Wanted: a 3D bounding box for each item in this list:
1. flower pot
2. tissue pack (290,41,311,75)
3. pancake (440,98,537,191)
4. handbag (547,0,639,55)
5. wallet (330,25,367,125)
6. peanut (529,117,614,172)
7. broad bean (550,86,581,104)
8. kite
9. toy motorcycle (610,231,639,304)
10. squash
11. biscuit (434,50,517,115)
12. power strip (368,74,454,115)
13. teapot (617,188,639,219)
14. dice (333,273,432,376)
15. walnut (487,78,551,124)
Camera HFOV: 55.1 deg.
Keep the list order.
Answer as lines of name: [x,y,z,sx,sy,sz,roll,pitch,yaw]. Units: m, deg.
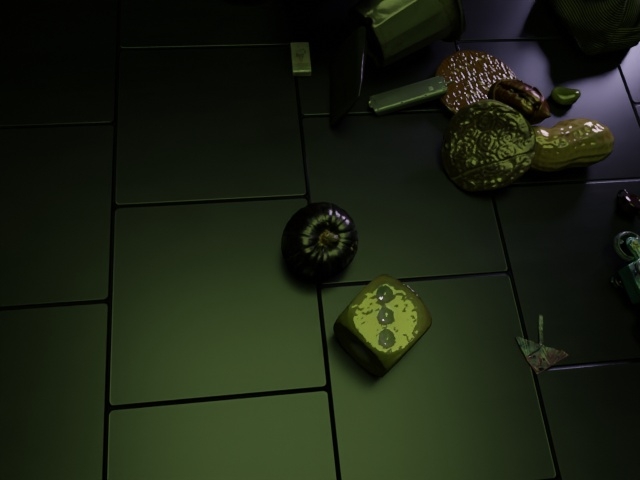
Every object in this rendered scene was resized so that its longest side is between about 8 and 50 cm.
flower pot: [0.229,-0.638,1.734,0.259,0.290,0.290,-32,73,-6]
tissue pack: [-0.057,-0.526,1.778,0.056,0.023,0.108,-3,66,-7]
pancake: [0.442,-0.253,1.635,0.249,0.031,0.250,1,92,18]
handbag: [0.869,-0.758,1.852,0.247,0.240,0.341,-16,68,-16]
wallet: [0.077,-0.447,1.687,0.052,0.168,0.245,15,64,-23]
peanut: [0.647,-0.257,1.674,0.305,0.147,0.147,-11,68,-8]
broad bean: [0.717,-0.423,1.798,0.083,0.045,0.063,7,65,6]
kite: [0.545,0.257,1.508,0.137,0.005,0.153,20,66,1]
toy motorcycle: [0.861,0.102,1.552,0.198,0.109,0.297,-12,70,-13]
squash: [-0.002,0.001,1.489,0.193,0.156,0.193,0,88,7]
biscuit: [0.453,-0.440,1.783,0.261,0.037,0.262,2,67,-4]
power strip: [0.258,-0.413,1.736,0.252,0.027,0.060,-16,68,0]
teapot: [0.841,-0.097,1.669,0.067,0.045,0.100,1,46,-30]
dice: [0.142,0.195,1.407,0.166,0.169,0.169,43,70,12]
walnut: [0.539,-0.373,1.662,0.115,0.116,0.207,-31,47,-17]
